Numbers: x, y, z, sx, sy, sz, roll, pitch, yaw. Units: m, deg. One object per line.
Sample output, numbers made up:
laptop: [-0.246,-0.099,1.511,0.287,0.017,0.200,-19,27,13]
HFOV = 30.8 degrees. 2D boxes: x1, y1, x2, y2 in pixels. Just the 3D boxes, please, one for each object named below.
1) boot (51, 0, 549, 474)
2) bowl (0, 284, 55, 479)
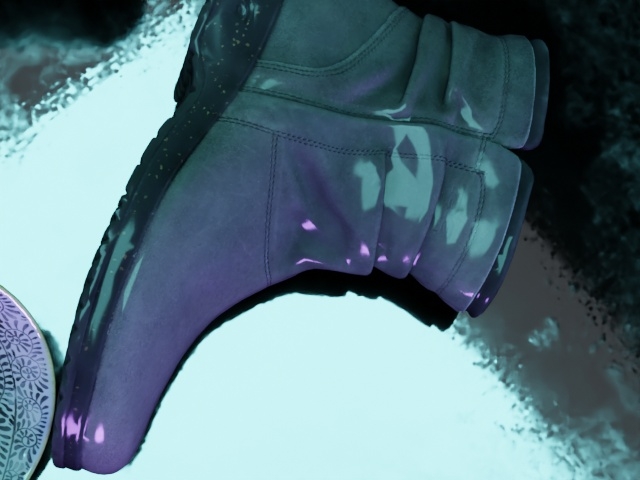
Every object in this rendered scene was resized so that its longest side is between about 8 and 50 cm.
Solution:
boot: [0.000,0.000,0.654,0.222,0.118,0.338,23,82,-8]
bowl: [-0.233,0.082,0.607,0.170,0.080,0.170,-13,112,-35]
